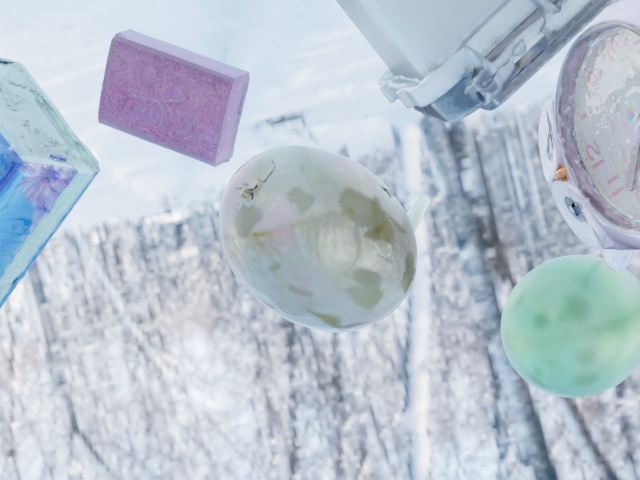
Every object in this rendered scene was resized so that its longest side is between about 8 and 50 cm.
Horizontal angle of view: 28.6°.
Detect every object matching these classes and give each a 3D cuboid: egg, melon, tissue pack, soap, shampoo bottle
[{"bbox_3d":[0.404,0.132,1.966,0.220,0.220,0.270,-10,-178,40],"label":"egg"},{"bbox_3d":[0.000,0.000,1.635,0.223,0.223,0.317,-11,153,32],"label":"melon"},{"bbox_3d":[-0.411,-0.058,1.464,0.263,0.198,0.146,-49,155,21],"label":"tissue pack"},{"bbox_3d":[-0.271,-0.261,2.302,0.259,0.181,0.081,23,-154,14],"label":"soap"},{"bbox_3d":[0.184,-0.030,2.599,0.049,0.034,0.141,-13,-133,59],"label":"shampoo bottle"}]

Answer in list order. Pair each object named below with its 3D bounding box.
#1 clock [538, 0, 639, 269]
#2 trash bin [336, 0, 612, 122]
[{"bbox_3d":[0.443,-0.140,1.556,0.250,0.368,0.377,-14,166,-26],"label":"clock"},{"bbox_3d":[0.075,-0.299,1.075,0.256,0.367,0.296,-42,-169,4],"label":"trash bin"}]
